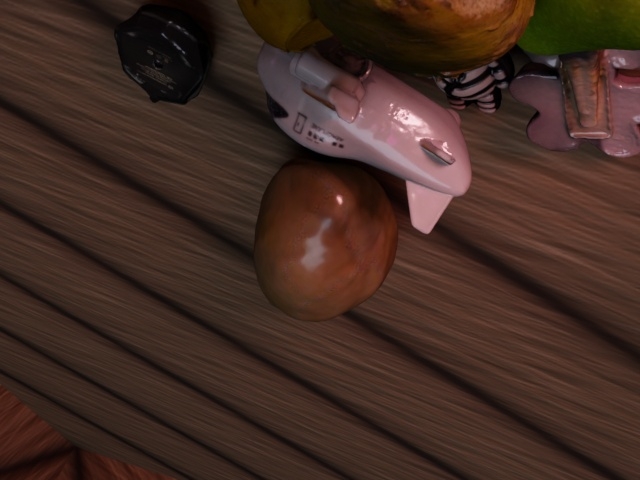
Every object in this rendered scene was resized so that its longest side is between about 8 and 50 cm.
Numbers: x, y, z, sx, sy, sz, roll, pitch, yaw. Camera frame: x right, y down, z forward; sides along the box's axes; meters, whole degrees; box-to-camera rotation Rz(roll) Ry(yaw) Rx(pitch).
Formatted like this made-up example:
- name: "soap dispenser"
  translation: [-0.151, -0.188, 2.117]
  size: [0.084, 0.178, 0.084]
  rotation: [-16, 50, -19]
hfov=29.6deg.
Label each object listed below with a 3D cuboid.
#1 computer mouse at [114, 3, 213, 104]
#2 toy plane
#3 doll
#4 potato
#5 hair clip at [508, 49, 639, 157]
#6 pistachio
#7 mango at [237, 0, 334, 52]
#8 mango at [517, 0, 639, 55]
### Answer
- name: "computer mouse"
  translation: [-0.169, -0.208, 1.324]
  size: [0.106, 0.062, 0.192]
  rotation: [28, 161, -4]
- name: "toy plane"
  translation: [0.039, -0.115, 1.165]
  size: [0.244, 0.117, 0.245]
  rotation: [33, -177, -2]
- name: "doll"
  translation: [0.122, -0.186, 1.075]
  size: [0.091, 0.067, 0.219]
  rotation: [12, 157, 23]
- name: "potato"
  translation: [0.063, -0.162, 0.774]
  size: [0.149, 0.113, 0.251]
  rotation: [17, -170, 4]
- name: "hair clip"
  translation: [0.230, -0.150, 1.040]
  size: [0.146, 0.075, 0.257]
  rotation: [0, 155, 17]
- name: "pistachio"
  translation: [0.000, 0.000, 1.446]
  size: [0.181, 0.162, 0.293]
  rotation: [43, 160, 7]
- name: "mango"
  translation: [-0.014, -0.241, 1.002]
  size: [0.130, 0.167, 0.262]
  rotation: [-7, 172, -14]
- name: "mango"
  translation: [0.209, -0.213, 0.789]
  size: [0.156, 0.192, 0.343]
  rotation: [8, 163, -12]
